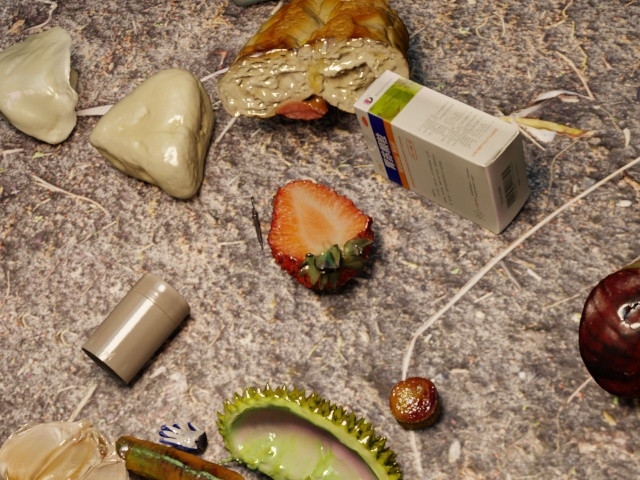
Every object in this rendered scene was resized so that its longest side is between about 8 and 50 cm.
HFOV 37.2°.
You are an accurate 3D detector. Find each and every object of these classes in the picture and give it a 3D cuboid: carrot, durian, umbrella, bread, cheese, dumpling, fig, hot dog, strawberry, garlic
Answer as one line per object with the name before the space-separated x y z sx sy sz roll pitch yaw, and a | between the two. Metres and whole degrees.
carrot | -0.226 0.378 1.538 0.260 0.070 0.070 13 59 26
durian | -0.014 0.323 1.460 0.355 0.157 0.170 17 78 28
umbrella | -0.123 -0.033 1.843 0.013 0.022 0.122 -3 61 -17
bread | 0.151 0.257 1.516 0.085 0.053 0.085 -8 53 11
cheese | -0.299 -0.218 1.933 0.251 0.174 0.248 33 78 35
dumpling | -0.640 -0.376 2.123 0.243 0.187 0.318 -53 53 30
fig | 0.472 0.111 1.451 0.203 0.186 0.249 -38 43 11
hot dog | 0.001 -0.379 1.933 0.367 0.196 0.365 -5 34 9
strawberry | 0.000 0.000 1.730 0.188 0.106 0.286 -22 38 -6
garlic | -0.407 0.399 1.535 0.229 0.143 0.178 27 47 28

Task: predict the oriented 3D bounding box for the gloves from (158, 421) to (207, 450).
gloves | -0.230 0.326 1.593 0.086 0.026 0.064 7 23 17

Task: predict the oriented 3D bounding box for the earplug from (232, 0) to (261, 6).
earplug | -0.041 -0.635 2.170 0.323 0.185 0.185 1 55 12

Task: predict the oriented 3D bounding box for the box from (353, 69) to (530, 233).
box | 0.219 -0.160 1.711 0.299 0.200 0.106 29 68 32

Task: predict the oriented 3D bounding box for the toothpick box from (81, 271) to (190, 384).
toothpick box | -0.329 0.156 1.704 0.111 0.111 0.181 26 67 31
